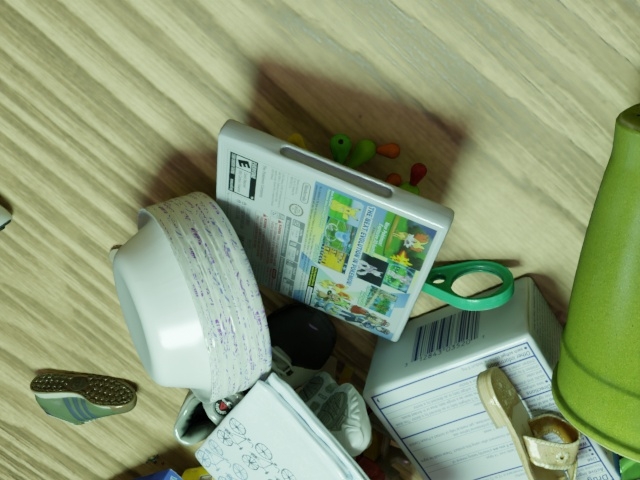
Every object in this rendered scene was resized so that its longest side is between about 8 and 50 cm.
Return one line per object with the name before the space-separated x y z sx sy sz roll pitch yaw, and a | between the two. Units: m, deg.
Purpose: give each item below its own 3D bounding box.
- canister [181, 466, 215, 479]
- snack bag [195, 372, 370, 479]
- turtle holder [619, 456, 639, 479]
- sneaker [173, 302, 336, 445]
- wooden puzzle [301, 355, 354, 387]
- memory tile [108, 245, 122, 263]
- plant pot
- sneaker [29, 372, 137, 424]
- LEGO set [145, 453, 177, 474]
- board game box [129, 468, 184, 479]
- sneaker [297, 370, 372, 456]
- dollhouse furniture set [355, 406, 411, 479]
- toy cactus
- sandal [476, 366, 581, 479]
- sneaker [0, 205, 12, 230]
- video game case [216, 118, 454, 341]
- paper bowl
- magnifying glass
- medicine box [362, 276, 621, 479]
canister | -0.151 0.447 1.605 0.169 0.073 0.126 -16 118 24
snack bag | -0.019 0.375 1.288 0.342 0.037 0.323 47 141 6
turtle holder | 0.528 0.407 1.315 0.320 0.227 0.243 33 124 -8
sneaker | -0.106 0.225 1.404 0.122 0.146 0.330 45 121 -6
wooden puzzle | -0.005 0.209 1.451 0.116 0.014 0.079 18 121 10
memory tile | -0.259 0.064 1.426 0.113 0.012 0.148 -13 118 21
plant pot | 0.459 0.024 1.046 0.366 0.366 0.353 1 110 13
sneaker | -0.404 0.283 1.576 0.192 0.064 0.086 6 130 11
LEGO set | -0.283 0.424 1.658 0.054 0.023 0.083 -10 105 17
board game box | -0.301 0.542 1.646 0.233 0.078 0.347 47 136 -17
sneaker | 0.042 0.264 1.308 0.115 0.232 0.090 44 88 -14
dollhouse furniture set | 0.033 0.449 1.476 0.152 0.201 0.374 18 120 28
toy cactus | 0.026 -0.058 1.229 0.218 0.112 0.181 7 128 1
sandal | 0.298 0.258 1.184 0.079 0.088 0.240 -26 107 33
sneaker | -0.622 -0.011 1.424 0.292 0.110 0.118 -27 104 18
video game case | 0.000 0.000 1.213 0.299 0.036 0.329 23 149 6
paper bowl | -0.189 0.086 1.248 0.148 0.284 0.284 -19 123 -19
magnifying glass | 0.158 0.058 1.283 0.230 0.092 0.026 5 127 23
medicine box | 0.253 0.241 1.327 0.263 0.149 0.289 -25 113 26
